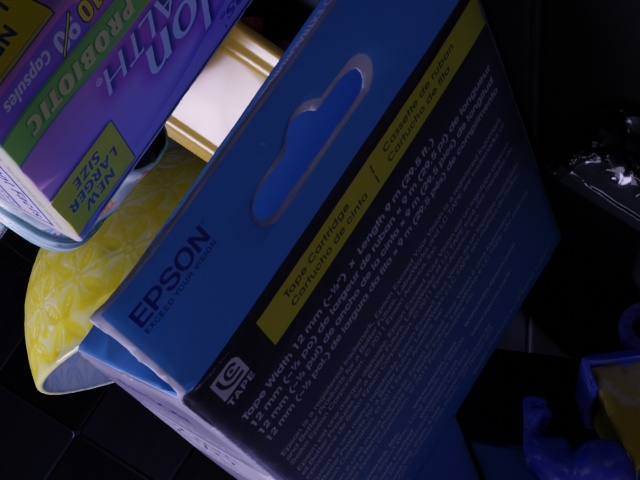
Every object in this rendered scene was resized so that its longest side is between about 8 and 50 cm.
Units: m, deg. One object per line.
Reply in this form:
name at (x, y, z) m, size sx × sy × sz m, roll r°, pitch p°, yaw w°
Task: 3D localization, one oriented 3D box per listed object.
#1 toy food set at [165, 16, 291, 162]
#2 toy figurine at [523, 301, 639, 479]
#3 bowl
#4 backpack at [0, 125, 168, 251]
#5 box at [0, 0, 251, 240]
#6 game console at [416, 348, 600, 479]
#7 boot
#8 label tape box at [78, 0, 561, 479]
toy food set at (-0.061, -0.119, 0.817) m, size 0.218 × 0.071 × 0.128 m, roll 35°, pitch 142°, yaw -3°
toy figurine at (0.254, 0.109, 0.769) m, size 0.362 × 0.217 × 0.191 m, roll -12°, pitch 140°, yaw 2°
bowl at (-0.126, -0.002, 1.037) m, size 0.289 × 0.289 × 0.156 m, roll 108°, pitch 138°, yaw -76°
backpack at (-0.191, -0.077, 0.751) m, size 0.188 × 0.144 × 0.166 m, roll 32°, pitch -161°, yaw -14°
box at (-0.160, -0.157, 0.581) m, size 0.243 × 0.213 × 0.117 m, roll 28°, pitch 164°, yaw 21°
game console at (0.116, 0.214, 0.875) m, size 0.342 × 0.060 × 0.386 m, roll 5°, pitch -140°, yaw -21°
boot at (0.170, -0.018, 0.678) m, size 0.099 × 0.045 × 0.121 m, roll 31°, pitch 159°, yaw -1°
label tape box at (0.000, 0.000, 0.685) m, size 0.115 × 0.249 × 0.348 m, roll 25°, pitch 164°, yaw 32°
